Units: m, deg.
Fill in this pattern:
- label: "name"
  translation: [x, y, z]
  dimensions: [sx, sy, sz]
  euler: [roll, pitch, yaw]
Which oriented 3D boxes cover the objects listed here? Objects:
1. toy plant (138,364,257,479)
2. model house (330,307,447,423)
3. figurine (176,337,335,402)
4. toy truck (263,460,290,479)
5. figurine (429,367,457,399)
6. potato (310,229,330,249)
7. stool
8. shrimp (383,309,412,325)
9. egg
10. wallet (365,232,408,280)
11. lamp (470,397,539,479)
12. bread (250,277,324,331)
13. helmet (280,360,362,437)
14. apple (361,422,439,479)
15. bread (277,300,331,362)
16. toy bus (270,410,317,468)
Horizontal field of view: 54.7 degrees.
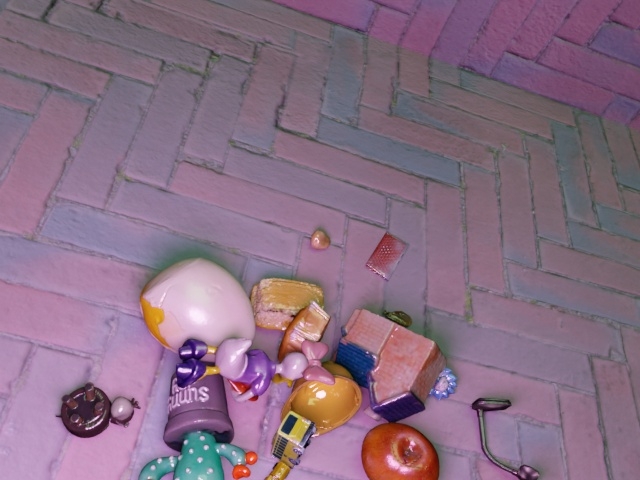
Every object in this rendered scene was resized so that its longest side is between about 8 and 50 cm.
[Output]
- label: "toy plant"
  translation: [-0.329, 0.533, 1.622]
  dimensions: [0.279, 0.185, 0.400]
  euler: [7, 45, -21]
- label: "model house"
  translation: [0.186, 0.405, 1.919]
  dimensions: [0.312, 0.245, 0.280]
  euler: [23, 74, 29]
- label: "figurine"
  translation: [-0.177, 0.329, 1.651]
  dimensions: [0.421, 0.193, 0.154]
  euler: [14, 38, -22]
- label: "toy truck"
  translation: [-0.123, 0.655, 1.703]
  dimensions: [0.049, 0.054, 0.083]
  euler: [37, 52, 7]
- label: "figurine"
  translation: [0.400, 0.472, 2.024]
  dimensions: [0.114, 0.079, 0.114]
  euler: [0, 87, -8]
- label: "potato"
  translation: [0.000, 0.000, 2.227]
  dimensions: [0.083, 0.068, 0.062]
  euler: [17, 10, -26]
- label: "stool"
  translation: [-0.589, 0.448, 1.636]
  dimensions: [0.217, 0.121, 0.125]
  euler: [3, 53, -13]
- label: "shrimp"
  translation: [0.272, 0.264, 2.164]
  dimensions: [0.108, 0.023, 0.059]
  euler: [27, 41, 0]
- label: "egg"
  translation: [-0.348, 0.208, 1.803]
  dimensions: [0.345, 0.283, 0.283]
  euler: [40, 51, -5]
- label: "wallet"
  translation: [0.249, 0.057, 2.307]
  dimensions: [0.103, 0.020, 0.196]
  euler: [33, 51, 3]
- label: "lamp"
  translation: [0.571, 0.616, 1.916]
  dimensions: [0.124, 0.203, 0.283]
  euler: [-12, 63, -6]
- label: "bread"
  translation: [-0.105, 0.207, 1.995]
  dimensions: [0.245, 0.121, 0.174]
  euler: [7, 44, -11]
- label: "helmet"
  translation: [-0.001, 0.442, 1.818]
  dimensions: [0.205, 0.257, 0.140]
  euler: [38, 22, -23]
- label: "apple"
  translation: [0.233, 0.632, 1.782]
  dimensions: [0.235, 0.173, 0.210]
  euler: [27, 50, 1]
- label: "bread"
  translation: [-0.054, 0.302, 1.865]
  dimensions: [0.107, 0.241, 0.136]
  euler: [30, 50, 7]
- label: "toy bus"
  translation: [-0.079, 0.555, 1.720]
  dimensions: [0.101, 0.175, 0.088]
  euler: [27, 50, 8]
